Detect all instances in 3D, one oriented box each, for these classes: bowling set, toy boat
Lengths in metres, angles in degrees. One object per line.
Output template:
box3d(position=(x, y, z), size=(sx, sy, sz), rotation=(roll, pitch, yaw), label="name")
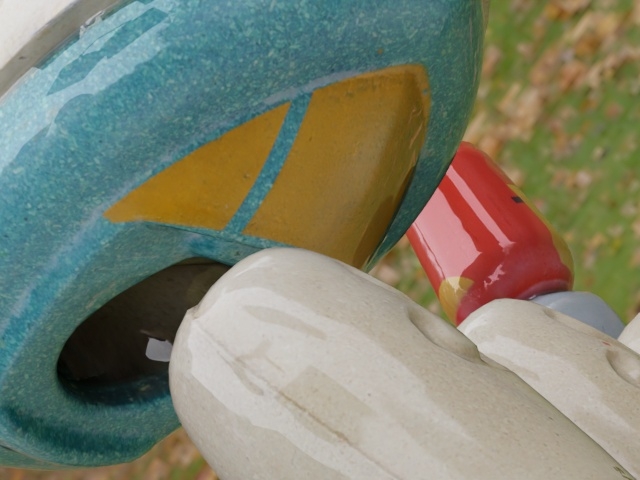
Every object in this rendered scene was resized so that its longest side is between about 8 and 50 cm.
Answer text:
box3d(position=(0.055, 0.122, 0.438), size=(0.287, 0.154, 0.200), rotation=(3, -61, -59), label="bowling set")
box3d(position=(0.000, 0.000, 0.695), size=(0.267, 0.318, 0.148), rotation=(-47, 53, 23), label="toy boat")
